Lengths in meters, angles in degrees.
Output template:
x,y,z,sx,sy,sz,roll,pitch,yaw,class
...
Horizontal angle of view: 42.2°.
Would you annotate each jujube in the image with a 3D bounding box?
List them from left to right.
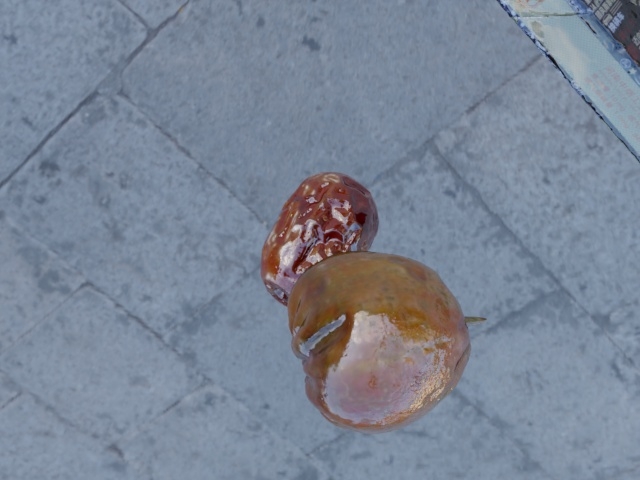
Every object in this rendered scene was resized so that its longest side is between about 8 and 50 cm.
x,y,z,sx,sy,sz,roll,pitch,yaw,class
0.000,0.000,1.423,0.174,0.250,0.174,26,153,14,jujube

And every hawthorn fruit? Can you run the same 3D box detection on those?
x,y,z,sx,sy,sz,roll,pitch,yaw,class
0.105,0.140,1.220,0.298,0.277,0.277,-12,125,-7,hawthorn fruit

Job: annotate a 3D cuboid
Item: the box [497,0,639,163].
x,y,z,sx,sy,sz,roll,pitch,yaw,class
0.341,-0.228,0.883,0.310,0.198,0.084,45,152,-9,box
